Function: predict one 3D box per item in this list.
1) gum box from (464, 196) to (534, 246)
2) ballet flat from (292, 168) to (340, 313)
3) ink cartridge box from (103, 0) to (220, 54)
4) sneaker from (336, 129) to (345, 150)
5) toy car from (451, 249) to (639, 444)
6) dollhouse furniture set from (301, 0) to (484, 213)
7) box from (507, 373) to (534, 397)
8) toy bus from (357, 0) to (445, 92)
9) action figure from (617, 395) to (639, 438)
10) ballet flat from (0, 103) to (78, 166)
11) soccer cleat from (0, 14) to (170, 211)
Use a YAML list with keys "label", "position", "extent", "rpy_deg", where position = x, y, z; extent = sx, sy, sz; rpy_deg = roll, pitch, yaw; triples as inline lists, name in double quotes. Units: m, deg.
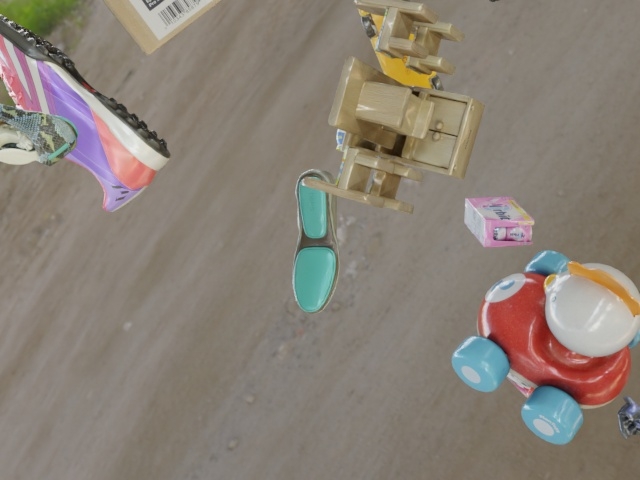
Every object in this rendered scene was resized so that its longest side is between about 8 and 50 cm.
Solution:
- label: "gum box"
  position: [0.392, -0.042, 1.975]
  extent: [0.188, 0.107, 0.062]
  rpy_deg: [-105, 14, -71]
- label: "ballet flat"
  position: [0.000, 0.000, 1.320]
  extent: [0.072, 0.068, 0.213]
  rpy_deg: [3, 99, 17]
- label: "ink cartridge box"
  position: [-0.248, -0.445, 1.428]
  extent: [0.234, 0.193, 0.088]
  rpy_deg: [-38, 44, -1]
- label: "sneaker"
  position: [0.099, -0.208, 1.730]
  extent: [0.053, 0.144, 0.059]
  rpy_deg: [104, 159, -83]
- label: "toy car"
  position: [0.310, 0.087, 1.113]
  extent: [0.219, 0.210, 0.238]
  rpy_deg: [-44, -22, -28]
- label: "dollhouse furniture set"
  position: [0.064, -0.151, 1.045]
  extent: [0.161, 0.242, 0.212]
  rpy_deg: [18, 94, 30]
- label: "box"
  position: [0.385, 0.206, 1.620]
  extent: [0.128, 0.257, 0.123]
  rpy_deg: [-44, 70, 3]
- label: "toy bus"
  position: [0.185, -0.384, 1.938]
  extent: [0.108, 0.333, 0.130]
  rpy_deg: [-22, 21, 9]
- label: "action figure"
  position: [0.562, 0.412, 1.462]
  extent: [0.330, 0.341, 0.178]
  rpy_deg: [-37, -8, 7]
- label: "ballet flat"
  position: [-0.354, -0.118, 0.976]
  extent: [0.188, 0.070, 0.070]
  rpy_deg: [11, 66, 26]
- label: "soccer cleat"
  position: [-0.343, -0.172, 1.148]
  extent: [0.116, 0.318, 0.108]
  rpy_deg: [-50, -1, 6]
